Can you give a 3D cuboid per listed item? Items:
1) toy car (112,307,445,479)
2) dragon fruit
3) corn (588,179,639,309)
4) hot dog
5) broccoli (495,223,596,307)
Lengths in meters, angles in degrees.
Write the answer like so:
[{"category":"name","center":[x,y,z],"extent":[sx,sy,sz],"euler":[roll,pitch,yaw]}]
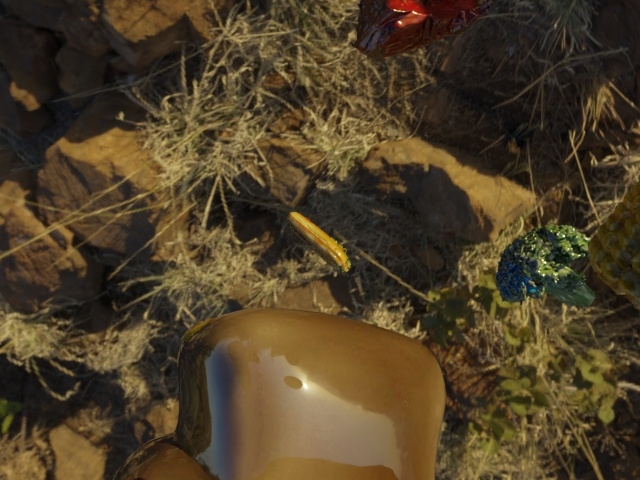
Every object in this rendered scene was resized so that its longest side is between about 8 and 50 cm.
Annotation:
[{"category":"toy car","center":[0.010,0.159,0.307],"extent":[0.272,0.240,0.341],"euler":[14,168,-22]},{"category":"dragon fruit","center":[0.101,-0.206,0.518],"extent":[0.131,0.063,0.097],"euler":[1,95,-21]},{"category":"corn","center":[0.261,-0.077,0.290],"extent":[0.102,0.101,0.310],"euler":[32,120,6]},{"category":"hot dog","center":[0.000,0.000,0.563],"extent":[0.083,0.021,0.037],"euler":[41,166,22]},{"category":"broccoli","center":[0.367,0.053,0.957],"extent":[0.160,0.154,0.167],"euler":[34,105,-9]}]
